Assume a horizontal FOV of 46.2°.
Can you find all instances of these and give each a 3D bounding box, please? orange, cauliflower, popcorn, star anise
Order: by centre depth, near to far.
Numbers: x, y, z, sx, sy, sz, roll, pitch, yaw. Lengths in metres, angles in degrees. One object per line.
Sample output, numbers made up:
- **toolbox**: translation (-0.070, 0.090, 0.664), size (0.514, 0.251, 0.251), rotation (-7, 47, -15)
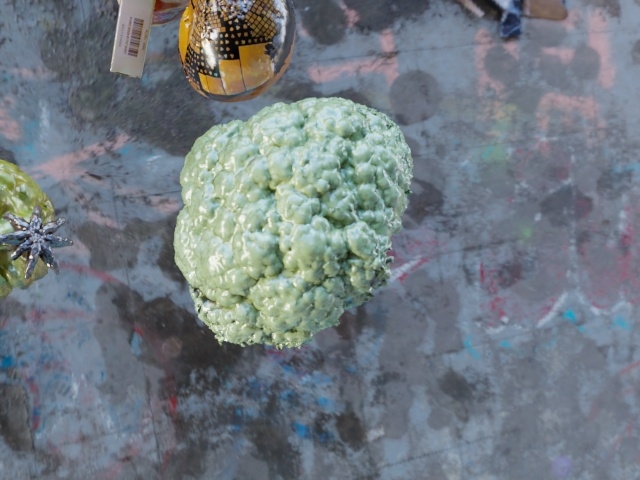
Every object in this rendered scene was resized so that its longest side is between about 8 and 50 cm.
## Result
- **cauliflower**: translation (-0.026, -0.014, 0.858), size (0.275, 0.250, 0.272), rotation (-4, 84, 13)
- **orange**: translation (-0.137, -0.336, 1.228), size (0.182, 0.234, 0.235), rotation (17, 89, -27)
- **star anise**: translation (-0.488, -0.005, 1.289), size (0.141, 0.042, 0.141), rotation (16, 56, -26)
- **popcorn**: translation (-0.631, -0.024, 1.400), size (0.246, 0.282, 0.282), rotation (5, 93, -13)

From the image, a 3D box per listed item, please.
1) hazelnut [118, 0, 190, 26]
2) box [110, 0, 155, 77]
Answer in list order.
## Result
- **hazelnut**: translation (-0.311, -0.570, 1.585), size (0.241, 0.261, 0.261), rotation (15, 90, 15)
- **box**: translation (-0.336, -0.456, 1.386), size (0.062, 0.175, 0.261), rotation (10, 123, -17)
